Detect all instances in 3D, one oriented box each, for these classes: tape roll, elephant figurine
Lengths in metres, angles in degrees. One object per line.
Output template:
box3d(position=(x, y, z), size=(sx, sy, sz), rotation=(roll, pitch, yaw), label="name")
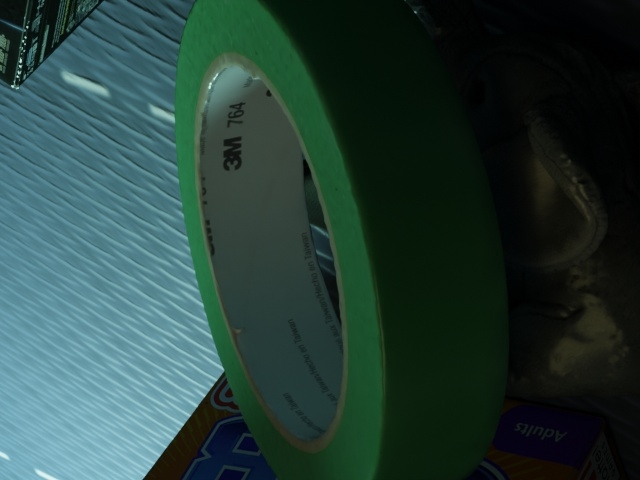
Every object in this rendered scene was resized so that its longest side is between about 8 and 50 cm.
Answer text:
box3d(position=(0.000, 0.000, 0.889), size=(0.321, 0.077, 0.321), rotation=(167, 90, -70), label="tape roll")
box3d(position=(0.132, -0.037, 0.827), size=(0.186, 0.169, 0.239), rotation=(-2, 120, 7), label="elephant figurine")

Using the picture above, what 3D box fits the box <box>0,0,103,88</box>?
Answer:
box3d(position=(-0.158, -0.202, 0.881), size=(0.077, 0.147, 0.180), rotation=(35, 149, 4), label="box")

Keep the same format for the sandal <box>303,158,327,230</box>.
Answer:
box3d(position=(0.067, 0.006, 1.011), size=(0.219, 0.060, 0.090), rotation=(27, 146, 15), label="sandal")

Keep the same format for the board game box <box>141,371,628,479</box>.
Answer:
box3d(position=(0.044, 0.355, 1.201), size=(0.356, 0.356, 0.357), rotation=(7, 137, 38), label="board game box")
